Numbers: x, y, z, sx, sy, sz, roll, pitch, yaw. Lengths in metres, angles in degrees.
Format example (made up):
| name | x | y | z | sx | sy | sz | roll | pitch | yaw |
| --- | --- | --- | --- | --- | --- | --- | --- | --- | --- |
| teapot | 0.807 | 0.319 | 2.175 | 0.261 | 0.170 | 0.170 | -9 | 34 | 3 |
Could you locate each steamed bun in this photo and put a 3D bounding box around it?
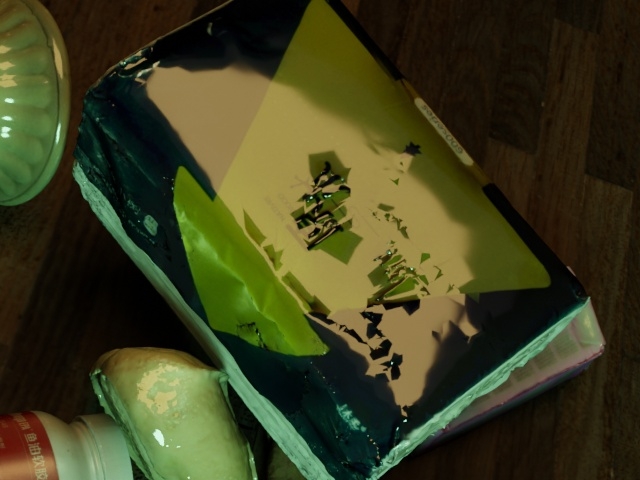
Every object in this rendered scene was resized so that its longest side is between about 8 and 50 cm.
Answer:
| name | x | y | z | sx | sy | sz | roll | pitch | yaw |
| --- | --- | --- | --- | --- | --- | --- | --- | --- | --- |
| steamed bun | -0.120 | 0.166 | 1.540 | 0.110 | 0.212 | 0.231 | -29 | 70 | -13 |

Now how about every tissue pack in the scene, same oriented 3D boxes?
| name | x | y | z | sx | sy | sz | roll | pitch | yaw |
| --- | --- | --- | --- | --- | --- | --- | --- | --- | --- |
| tissue pack | 0.000 | 0.000 | 1.549 | 0.264 | 0.253 | 0.416 | -34 | 81 | -24 |

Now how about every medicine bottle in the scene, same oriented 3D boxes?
| name | x | y | z | sx | sy | sz | roll | pitch | yaw |
| --- | --- | --- | --- | --- | --- | --- | --- | --- | --- |
| medicine bottle | -0.295 | 0.218 | 1.485 | 0.250 | 0.131 | 0.131 | -6 | 56 | -26 |

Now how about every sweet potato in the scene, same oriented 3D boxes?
| name | x | y | z | sx | sy | sz | roll | pitch | yaw |
| --- | --- | --- | --- | --- | --- | --- | --- | --- | --- |
| sweet potato | -0.024 | 0.204 | 1.654 | 0.068 | 0.068 | 0.226 | 24 | 49 | -3 |

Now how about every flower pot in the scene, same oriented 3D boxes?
| name | x | y | z | sx | sy | sz | roll | pitch | yaw |
| --- | --- | --- | --- | --- | --- | --- | --- | --- | --- |
| flower pot | -0.385 | -0.135 | 1.637 | 0.244 | 0.307 | 0.307 | -4 | 54 | -42 |

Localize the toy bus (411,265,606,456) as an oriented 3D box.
| name | x | y | z | sx | sy | sz | roll | pitch | yaw |
| --- | --- | --- | --- | --- | --- | --- | --- | --- | --- |
| toy bus | 0.172 | 0.122 | 1.784 | 0.274 | 0.090 | 0.112 | -22 | 71 | -35 |
